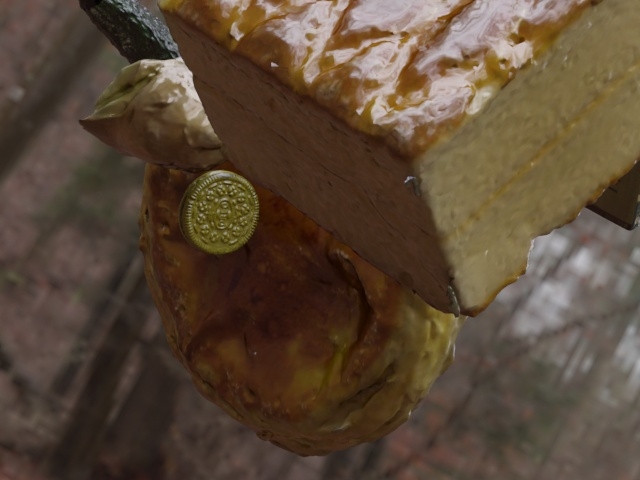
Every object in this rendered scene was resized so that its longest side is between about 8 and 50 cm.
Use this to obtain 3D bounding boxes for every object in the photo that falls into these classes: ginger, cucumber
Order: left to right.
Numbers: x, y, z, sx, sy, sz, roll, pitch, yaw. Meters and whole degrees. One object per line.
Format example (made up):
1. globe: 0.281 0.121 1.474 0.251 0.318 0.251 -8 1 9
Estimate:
1. cucumber: -0.208 -0.237 2.371 0.067 0.067 0.293 19 -17 43
2. ginger: -0.120 -0.102 1.817 0.122 0.115 0.193 35 5 18

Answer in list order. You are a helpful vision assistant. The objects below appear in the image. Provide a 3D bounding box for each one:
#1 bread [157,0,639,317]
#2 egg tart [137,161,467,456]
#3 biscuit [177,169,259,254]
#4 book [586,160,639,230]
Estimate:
1. bread: 0.079 -0.140 1.375 0.279 0.279 0.207 39 -16 36
2. egg tart: 0.000 0.000 1.981 0.443 0.443 0.178 21 20 37
3. biscuit: -0.098 -0.027 1.896 0.084 0.084 0.023 35 -5 -30
4. book: 0.310 -0.145 2.159 0.026 0.231 0.161 -20 40 -40
